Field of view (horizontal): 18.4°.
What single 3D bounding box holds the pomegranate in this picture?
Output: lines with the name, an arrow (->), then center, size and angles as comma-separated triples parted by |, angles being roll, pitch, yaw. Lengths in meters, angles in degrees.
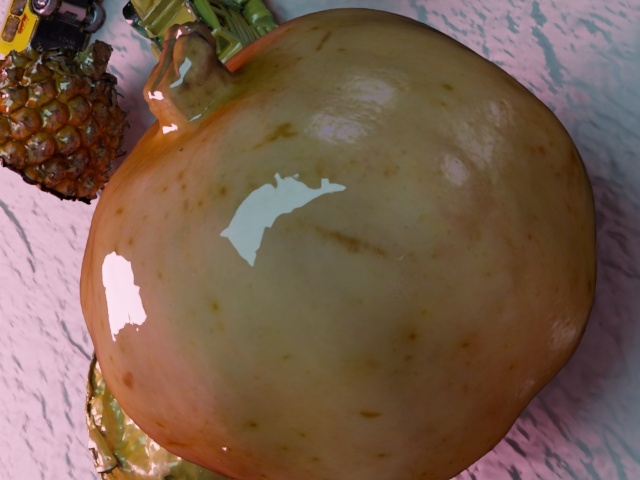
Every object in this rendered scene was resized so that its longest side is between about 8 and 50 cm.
pomegranate -> 0.000, 0.000, 1.518 | 0.411, 0.411, 0.411 | -11, 71, 35

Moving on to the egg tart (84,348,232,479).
egg tart -> -0.123, 0.144, 1.761 | 0.291, 0.107, 0.291 | -12, 71, 36

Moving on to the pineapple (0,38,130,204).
pineapple -> -0.242, -0.134, 1.886 | 0.137, 0.176, 0.161 | -51, 55, 12

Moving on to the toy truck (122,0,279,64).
toy truck -> -0.118, -0.195, 1.832 | 0.128, 0.135, 0.259 | -46, 58, 20

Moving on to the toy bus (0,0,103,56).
toy bus -> -0.252, -0.280, 1.999 | 0.074, 0.081, 0.226 | 20, 94, 44
